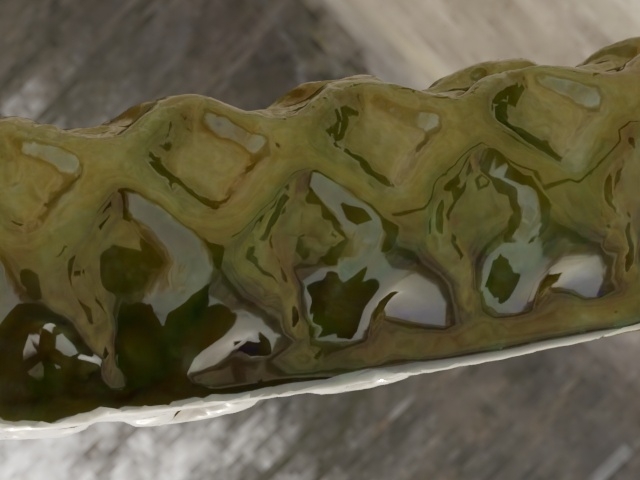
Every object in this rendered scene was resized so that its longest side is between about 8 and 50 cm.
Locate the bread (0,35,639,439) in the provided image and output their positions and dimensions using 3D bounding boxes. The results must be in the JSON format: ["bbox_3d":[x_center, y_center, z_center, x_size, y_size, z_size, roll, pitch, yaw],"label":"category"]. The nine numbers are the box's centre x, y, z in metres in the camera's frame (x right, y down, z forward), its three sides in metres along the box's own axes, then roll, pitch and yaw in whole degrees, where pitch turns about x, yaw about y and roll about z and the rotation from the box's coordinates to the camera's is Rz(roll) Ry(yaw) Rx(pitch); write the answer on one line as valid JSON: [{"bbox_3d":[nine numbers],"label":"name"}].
[{"bbox_3d":[0.000,0.000,0.532,0.098,0.269,0.087,153,108,-71],"label":"bread"}]
